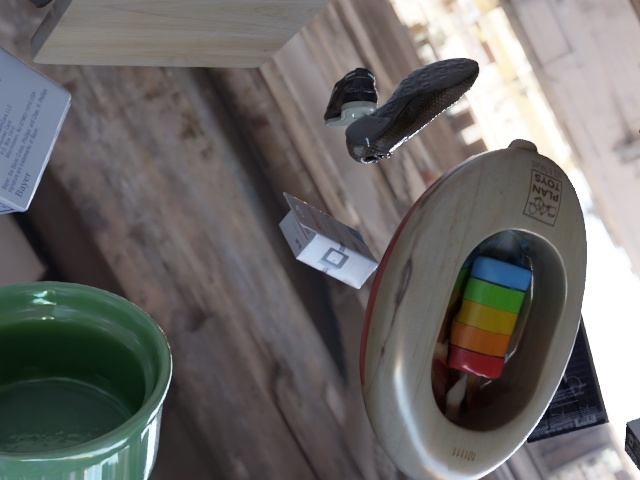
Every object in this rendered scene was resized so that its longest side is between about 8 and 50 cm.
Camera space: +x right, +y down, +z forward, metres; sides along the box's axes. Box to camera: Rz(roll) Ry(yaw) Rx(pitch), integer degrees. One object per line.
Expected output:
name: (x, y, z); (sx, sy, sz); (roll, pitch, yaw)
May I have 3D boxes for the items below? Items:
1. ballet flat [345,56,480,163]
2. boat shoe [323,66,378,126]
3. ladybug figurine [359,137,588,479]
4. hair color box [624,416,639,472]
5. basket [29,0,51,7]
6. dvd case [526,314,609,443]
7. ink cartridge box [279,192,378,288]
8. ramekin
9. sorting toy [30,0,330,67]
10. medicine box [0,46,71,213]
ballet flat: (0.127, -0.174, 1.832); (0.084, 0.058, 0.250); (17, -136, 42)
boat shoe: (0.054, -0.244, 2.373); (0.084, 0.079, 0.233); (-5, 175, -10)
ladybug figurine: (0.183, 0.085, 1.729); (0.162, 0.305, 0.449); (19, -91, 57)
hair color box: (0.431, 0.220, 1.497); (0.167, 0.053, 0.093); (-17, -138, -10)
basket: (-0.435, -0.444, 1.812); (0.204, 0.227, 0.154); (-55, -146, 21)
dvd case: (0.399, 0.223, 2.334); (0.164, 0.221, 0.018); (-24, 162, 40)
ink cartridge box: (0.000, 0.000, 2.273); (0.060, 0.180, 0.104); (-50, -143, 17)
ramekin: (-0.322, 0.194, 1.551); (0.303, 0.148, 0.303); (3, -145, -2)
sorting toy: (-0.132, -0.260, 1.337); (0.257, 0.089, 0.255); (-3, 166, -27)
medicine box: (-0.461, -0.144, 1.411); (0.263, 0.289, 0.149); (-6, -122, 45)
